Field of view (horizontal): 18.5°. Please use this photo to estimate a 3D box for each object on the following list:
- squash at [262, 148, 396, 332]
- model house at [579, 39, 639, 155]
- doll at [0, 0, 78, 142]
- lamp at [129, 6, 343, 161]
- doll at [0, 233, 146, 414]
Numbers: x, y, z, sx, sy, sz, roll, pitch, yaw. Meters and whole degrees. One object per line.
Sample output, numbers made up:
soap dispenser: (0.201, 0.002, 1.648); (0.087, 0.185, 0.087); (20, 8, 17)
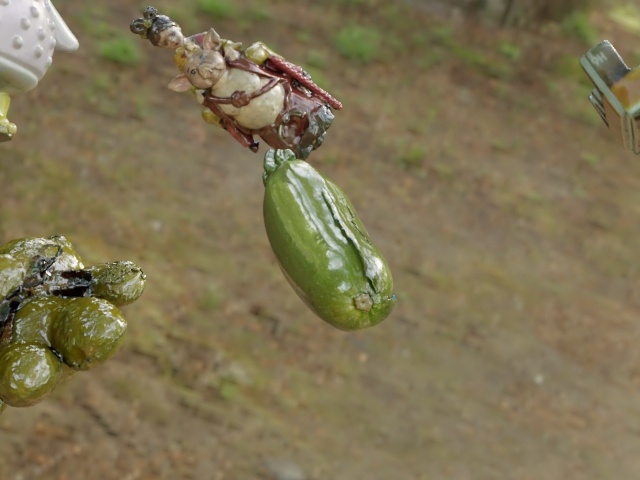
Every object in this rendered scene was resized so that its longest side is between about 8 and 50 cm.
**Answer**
squash: (0.000, 0.000, 1.794); (0.094, 0.094, 0.341); (10, 20, -20)
model house: (0.342, -0.097, 1.553); (0.215, 0.198, 0.224); (54, 3, 12)
doll: (-0.207, -0.165, 1.270); (0.129, 0.207, 0.081); (21, -17, -38)
lamp: (-0.103, -0.187, 2.292); (0.253, 0.118, 0.118); (35, 15, -23)
doll: (-0.179, 0.046, 1.197); (0.097, 0.137, 0.209); (48, -13, -17)
